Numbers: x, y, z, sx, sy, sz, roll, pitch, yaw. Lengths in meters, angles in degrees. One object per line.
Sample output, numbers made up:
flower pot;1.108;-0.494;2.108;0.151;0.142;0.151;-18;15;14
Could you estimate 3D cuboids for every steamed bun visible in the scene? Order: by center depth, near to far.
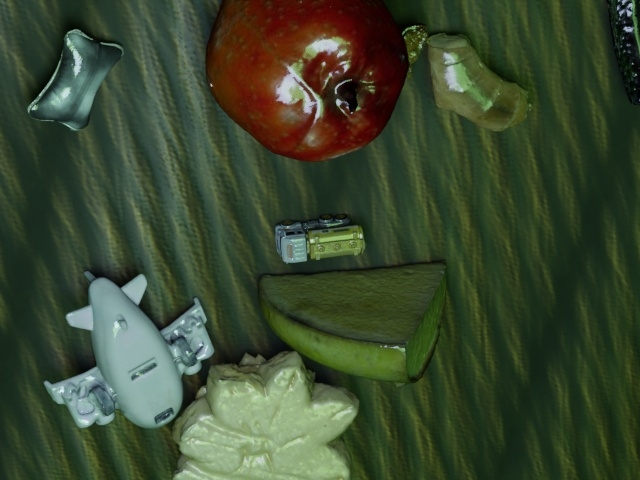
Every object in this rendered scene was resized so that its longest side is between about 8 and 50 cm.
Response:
steamed bun;-0.082;0.281;2.041;0.292;0.137;0.295;-34;110;7

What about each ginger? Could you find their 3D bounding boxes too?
ginger;0.213;-0.213;1.901;0.190;0.069;0.095;32;79;-21

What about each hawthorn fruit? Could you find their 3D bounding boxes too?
hawthorn fruit;-0.012;-0.216;1.729;0.254;0.300;0.254;-5;115;-11

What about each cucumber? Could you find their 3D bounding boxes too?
cucumber;0.434;-0.288;1.913;0.067;0.067;0.245;-21;114;0

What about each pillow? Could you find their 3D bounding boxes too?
pillow;-0.320;-0.208;1.812;0.091;0.055;0.136;26;109;-23

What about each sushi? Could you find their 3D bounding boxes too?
sushi;0.103;-0.246;1.870;0.061;0.060;0.118;12;113;-21

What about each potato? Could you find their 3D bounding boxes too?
potato;0.034;0.113;1.981;0.255;0.269;0.112;9;116;16

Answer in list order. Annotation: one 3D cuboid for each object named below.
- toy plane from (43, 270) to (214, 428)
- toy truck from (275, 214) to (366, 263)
toy plane;-0.271;0.159;1.958;0.252;0.118;0.252;-9;110;-26
toy truck;0.000;0.000;1.962;0.123;0.063;0.052;-7;116;-7
